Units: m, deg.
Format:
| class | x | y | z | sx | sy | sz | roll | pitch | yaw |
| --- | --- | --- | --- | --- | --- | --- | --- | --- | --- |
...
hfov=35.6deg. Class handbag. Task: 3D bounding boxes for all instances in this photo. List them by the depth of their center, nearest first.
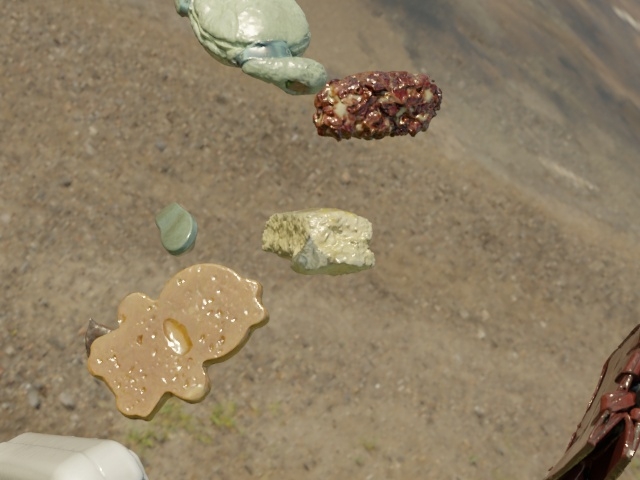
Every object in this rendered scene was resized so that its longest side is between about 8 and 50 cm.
| class | x | y | z | sx | sy | sz | roll | pitch | yaw |
| --- | --- | --- | --- | --- | --- | --- | --- | --- | --- |
| handbag | 0.423 | 0.234 | 1.400 | 0.084 | 0.275 | 0.260 | 30 | 66 | 15 |

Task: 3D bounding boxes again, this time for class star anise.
| class | x | y | z | sx | sy | sz | roll | pitch | yaw |
| --- | --- | --- | --- | --- | --- | --- | --- | --- | --- |
| star anise | -0.427 | 0.291 | 2.262 | 0.198 | 0.110 | 0.257 | 63 | 9 | 27 |

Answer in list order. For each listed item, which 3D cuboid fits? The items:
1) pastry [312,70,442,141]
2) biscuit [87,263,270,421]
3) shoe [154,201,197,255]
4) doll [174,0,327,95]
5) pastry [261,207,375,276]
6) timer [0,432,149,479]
| class | x | y | z | sx | sy | sz | roll | pitch | yaw |
| --- | --- | --- | --- | --- | --- | --- | --- | --- | --- |
| pastry | 0.085 | -0.212 | 1.543 | 0.208 | 0.097 | 0.115 | -9 | 24 | -27 |
| biscuit | -0.144 | 0.094 | 0.991 | 0.133 | 0.184 | 0.027 | 35 | -11 | 21 |
| shoe | -0.265 | -0.012 | 1.914 | 0.078 | 0.079 | 0.195 | 47 | -2 | -30 |
| doll | -0.072 | -0.215 | 0.983 | 0.103 | 0.071 | 0.214 | -22 | 57 | -31 |
| pastry | -0.006 | 0.001 | 1.324 | 0.258 | 0.121 | 0.089 | -176 | -100 | -79 |
| timer | -0.174 | 0.233 | 0.769 | 0.078 | 0.253 | 0.178 | -25 | 97 | -32 |
